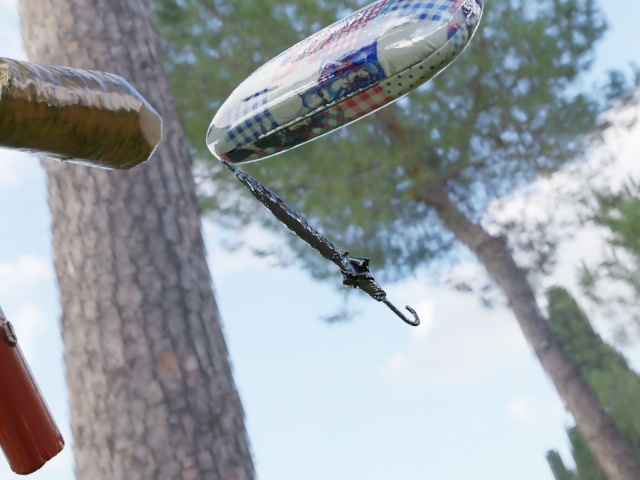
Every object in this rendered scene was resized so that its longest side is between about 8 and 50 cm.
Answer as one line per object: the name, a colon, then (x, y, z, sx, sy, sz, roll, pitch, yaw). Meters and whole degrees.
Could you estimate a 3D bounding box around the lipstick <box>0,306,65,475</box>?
lipstick: (-0.352, 0.112, 1.387, 0.073, 0.279, 0.073, -22, 14, 6)

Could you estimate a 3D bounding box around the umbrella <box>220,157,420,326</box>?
umbrella: (-0.001, 0.002, 0.754, 0.022, 0.149, 0.022, -52, 0, 24)

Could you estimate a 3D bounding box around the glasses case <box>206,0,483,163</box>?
glasses case: (0.016, -0.160, 1.277, 0.327, 0.125, 0.076, -22, -60, 39)

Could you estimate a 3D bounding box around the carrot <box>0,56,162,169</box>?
carrot: (-0.295, -0.144, 1.477, 0.114, 0.114, 0.302, -33, -19, 25)
